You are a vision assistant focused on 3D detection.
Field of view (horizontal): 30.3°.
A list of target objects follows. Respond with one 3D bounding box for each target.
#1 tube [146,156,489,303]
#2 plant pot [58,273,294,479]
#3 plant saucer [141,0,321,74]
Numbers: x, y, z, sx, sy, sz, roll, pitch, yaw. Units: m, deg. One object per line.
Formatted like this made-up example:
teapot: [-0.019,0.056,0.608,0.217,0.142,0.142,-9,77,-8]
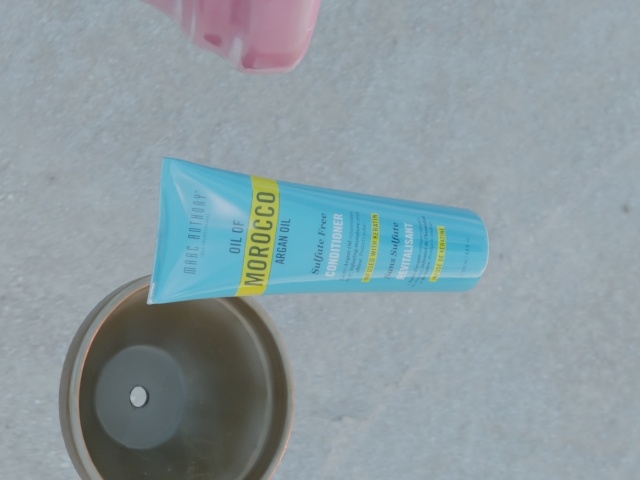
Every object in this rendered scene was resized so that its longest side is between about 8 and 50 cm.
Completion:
tube: [0.000,0.000,0.686,0.207,0.052,0.080,3,94,-29]
plant pot: [-0.150,0.150,1.123,0.237,0.109,0.237,6,80,-36]
plant saucer: [-0.059,-0.237,0.513,0.084,0.332,0.332,-5,84,-8]
